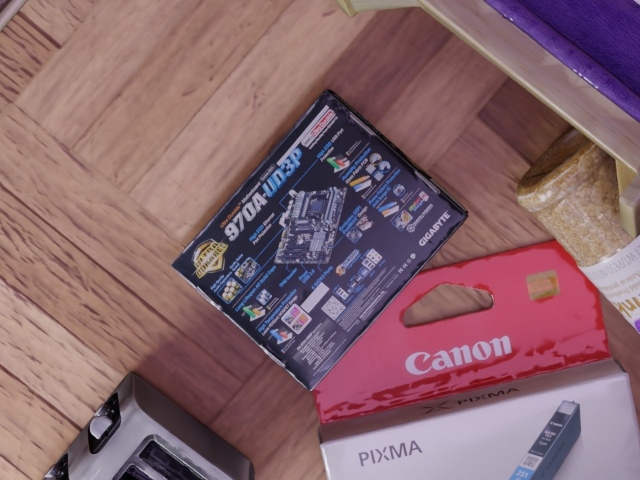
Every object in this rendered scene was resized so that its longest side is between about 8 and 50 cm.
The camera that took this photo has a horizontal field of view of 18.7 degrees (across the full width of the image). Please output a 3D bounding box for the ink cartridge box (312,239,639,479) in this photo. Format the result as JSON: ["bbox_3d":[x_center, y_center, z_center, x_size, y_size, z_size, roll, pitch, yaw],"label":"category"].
[{"bbox_3d":[0.141,0.154,1.821,0.296,0.066,0.261,-13,102,-1],"label":"ink cartridge box"}]

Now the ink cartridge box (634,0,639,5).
[{"bbox_3d":[0.320,-0.214,1.764,0.104,0.060,0.180,-14,102,0],"label":"ink cartridge box"}]

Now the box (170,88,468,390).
[{"bbox_3d":[0.000,0.000,1.771,0.175,0.051,0.220,41,96,4],"label":"box"}]

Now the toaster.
[{"bbox_3d":[-0.161,0.244,1.796,0.186,0.110,0.168,39,97,-10],"label":"toaster"}]

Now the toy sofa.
[{"bbox_3d":[0.187,-0.183,1.649,0.362,0.150,0.177,40,88,14],"label":"toy sofa"}]

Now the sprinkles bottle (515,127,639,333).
[{"bbox_3d":[0.336,0.047,1.785,0.121,0.121,0.355,-42,100,5],"label":"sprinkles bottle"}]

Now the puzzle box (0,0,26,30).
[{"bbox_3d":[-0.378,-0.379,1.693,0.409,0.052,0.272,40,95,-10],"label":"puzzle box"}]
